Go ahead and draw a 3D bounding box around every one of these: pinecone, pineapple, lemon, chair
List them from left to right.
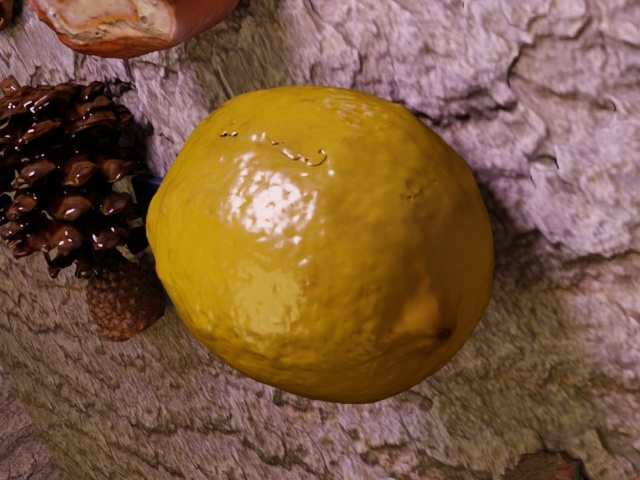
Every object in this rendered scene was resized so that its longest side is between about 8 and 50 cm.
[{"bbox_3d":[-0.331,-0.087,1.330,0.257,0.243,0.243,47,159,-23],"label":"pinecone"},{"bbox_3d":[-0.337,0.016,1.552,0.119,0.130,0.277,-6,112,63],"label":"pineapple"},{"bbox_3d":[-0.255,-0.003,1.491,0.086,0.042,0.037,13,133,55],"label":"chair"},{"bbox_3d":[0.002,0.001,0.835,0.260,0.261,0.284,67,163,-16],"label":"lemon"}]

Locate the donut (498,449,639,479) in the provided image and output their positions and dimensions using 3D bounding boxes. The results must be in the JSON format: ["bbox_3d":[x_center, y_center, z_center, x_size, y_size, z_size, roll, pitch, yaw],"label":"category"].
[{"bbox_3d":[0.231,0.245,0.907,0.166,0.065,0.117,-3,115,62],"label":"donut"}]

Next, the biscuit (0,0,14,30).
[{"bbox_3d":[-0.477,-0.399,1.456,0.203,0.041,0.260,62,153,0],"label":"biscuit"}]

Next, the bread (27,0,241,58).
[{"bbox_3d":[-0.167,-0.253,0.937,0.244,0.123,0.190,0,128,44],"label":"bread"}]

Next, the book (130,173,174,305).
[{"bbox_3d":[-0.152,0.016,1.335,0.269,0.025,0.190,13,121,55],"label":"book"}]
